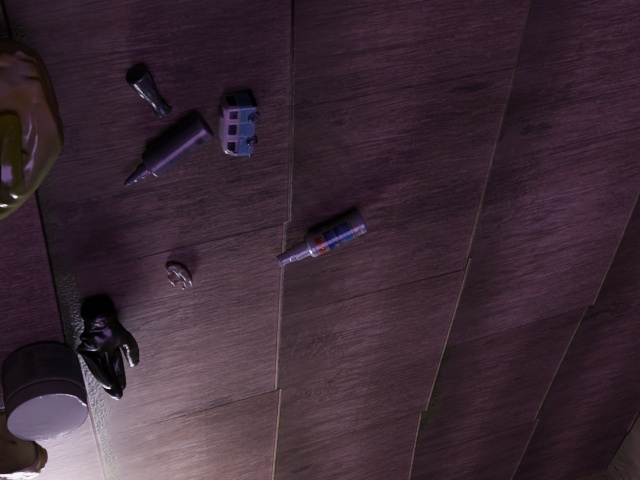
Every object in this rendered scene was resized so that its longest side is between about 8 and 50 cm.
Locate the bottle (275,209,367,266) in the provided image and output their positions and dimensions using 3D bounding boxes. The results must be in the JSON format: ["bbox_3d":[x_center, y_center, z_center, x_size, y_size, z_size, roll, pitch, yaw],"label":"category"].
[{"bbox_3d":[0.000,0.000,2.056,0.217,0.060,0.060,-25,141,0],"label":"bottle"}]

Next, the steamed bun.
[{"bbox_3d":[-0.732,0.487,2.094,0.192,0.177,0.106,-8,141,-15],"label":"steamed bun"}]

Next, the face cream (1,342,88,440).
[{"bbox_3d":[-0.617,0.336,2.010,0.177,0.153,0.177,-14,138,-13],"label":"face cream"}]

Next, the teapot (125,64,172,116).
[{"bbox_3d":[-0.304,-0.263,1.608,0.043,0.043,0.111,-28,143,2],"label":"teapot"}]

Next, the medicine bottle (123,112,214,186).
[{"bbox_3d":[-0.296,-0.163,1.710,0.199,0.058,0.057,-35,140,11],"label":"medicine bottle"}]

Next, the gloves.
[{"bbox_3d":[-0.478,0.239,2.018,0.135,0.107,0.268,-19,124,-22],"label":"gloves"}]

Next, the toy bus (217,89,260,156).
[{"bbox_3d":[-0.160,-0.220,1.720,0.075,0.060,0.123,-6,135,-17],"label":"toy bus"}]

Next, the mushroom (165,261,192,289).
[{"bbox_3d":[-0.312,0.079,1.998,0.049,0.019,0.101,-29,140,4],"label":"mushroom"}]

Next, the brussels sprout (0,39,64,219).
[{"bbox_3d":[-0.565,-0.161,1.395,0.344,0.268,0.344,-14,132,-16],"label":"brussels sprout"}]
